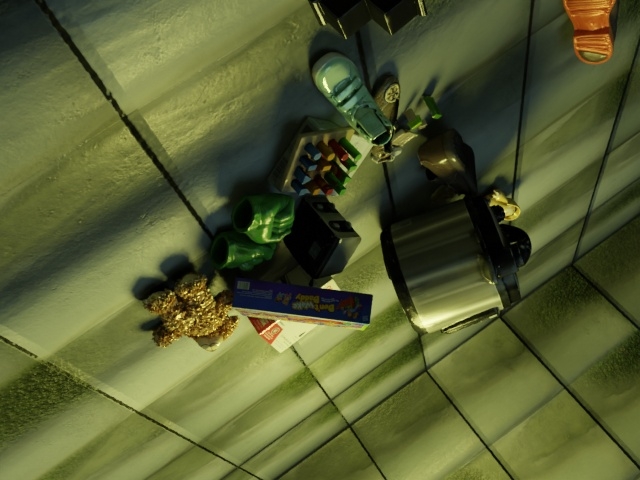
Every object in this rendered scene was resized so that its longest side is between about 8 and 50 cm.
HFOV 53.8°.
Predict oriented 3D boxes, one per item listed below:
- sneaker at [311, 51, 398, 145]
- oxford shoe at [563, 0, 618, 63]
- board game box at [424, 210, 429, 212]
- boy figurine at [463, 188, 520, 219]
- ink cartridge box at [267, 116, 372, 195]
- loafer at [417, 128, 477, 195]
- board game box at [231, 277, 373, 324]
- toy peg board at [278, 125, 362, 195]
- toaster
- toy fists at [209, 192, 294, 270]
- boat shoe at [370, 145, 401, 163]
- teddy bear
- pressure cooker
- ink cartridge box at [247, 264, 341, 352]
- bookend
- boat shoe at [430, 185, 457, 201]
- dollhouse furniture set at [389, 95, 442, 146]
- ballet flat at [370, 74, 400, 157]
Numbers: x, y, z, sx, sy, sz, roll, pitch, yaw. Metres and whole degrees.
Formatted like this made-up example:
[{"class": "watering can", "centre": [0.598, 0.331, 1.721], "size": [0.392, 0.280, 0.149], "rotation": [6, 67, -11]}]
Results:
[{"class": "sneaker", "centre": [0.084, -0.302, 1.377], "size": [0.094, 0.151, 0.256], "rotation": [-42, 148, 9]}, {"class": "oxford shoe", "centre": [0.723, -0.643, 1.665], "size": [0.132, 0.130, 0.363], "rotation": [-64, 149, -22]}, {"class": "board game box", "centre": [0.340, 0.003, 2.167], "size": [0.124, 0.039, 0.259], "rotation": [-3, 132, -44]}, {"class": "boy figurine", "centre": [0.600, -0.105, 2.245], "size": [0.285, 0.092, 0.177], "rotation": [-2, 132, -41]}, {"class": "ink cartridge box", "centre": [0.006, -0.198, 1.539], "size": [0.232, 0.066, 0.189], "rotation": [-6, 137, -54]}, {"class": "loafer", "centre": [0.373, -0.224, 1.844], "size": [0.130, 0.133, 0.366], "rotation": [-8, 160, 23]}, {"class": "board game box", "centre": [-0.044, 0.173, 1.679], "size": [0.347, 0.078, 0.233], "rotation": [7, 168, 2]}, {"class": "toy peg board", "centre": [0.009, -0.166, 1.445], "size": [0.161, 0.079, 0.161], "rotation": [-17, 144, -38]}, {"class": "toaster", "centre": [0.000, 0.000, 1.673], "size": [0.110, 0.168, 0.185], "rotation": [-7, 136, -43]}, {"class": "toy fists", "centre": [-0.154, -0.016, 1.528], "size": [0.142, 0.096, 0.279], "rotation": [-10, 150, -39]}, {"class": "boat shoe", "centre": [0.183, -0.227, 1.693], "size": [0.100, 0.035, 0.035], "rotation": [-16, 143, -32]}, {"class": "teddy bear", "centre": [-0.328, 0.202, 1.656], "size": [0.245, 0.113, 0.338], "rotation": [-23, 146, -20]}, {"class": "pressure cooker", "centre": [0.429, 0.063, 1.924], "size": [0.421, 0.369, 0.375], "rotation": [-21, 141, 11]}, {"class": "ink cartridge box", "centre": [-0.071, 0.192, 1.908], "size": [0.273, 0.114, 0.197], "rotation": [-38, 149, -3]}, {"class": "bookend", "centre": [0.088, -0.441, 1.190], "size": [0.157, 0.156, 0.072], "rotation": [-38, 150, 1]}, {"class": "boat shoe", "centre": [0.415, -0.159, 2.019], "size": [0.135, 0.045, 0.050], "rotation": [-32, 149, -11]}, {"class": "dollhouse furniture set", "centre": [0.238, -0.310, 1.654], "size": [0.152, 0.058, 0.076], "rotation": [-34, 163, 33]}, {"class": "ballet flat", "centre": [0.164, -0.296, 1.559], "size": [0.084, 0.058, 0.249], "rotation": [-25, 147, -22]}]
